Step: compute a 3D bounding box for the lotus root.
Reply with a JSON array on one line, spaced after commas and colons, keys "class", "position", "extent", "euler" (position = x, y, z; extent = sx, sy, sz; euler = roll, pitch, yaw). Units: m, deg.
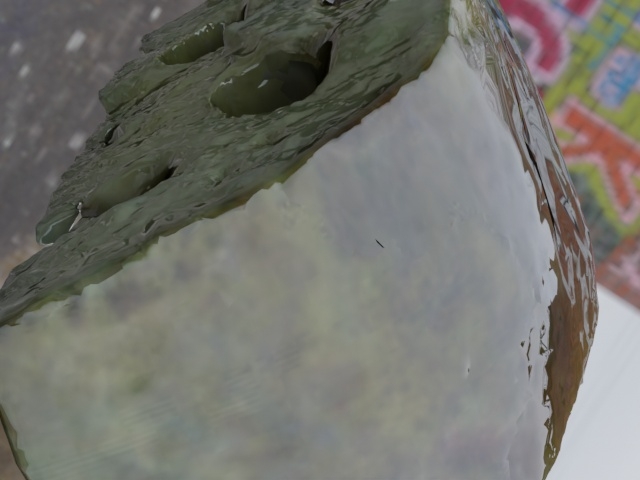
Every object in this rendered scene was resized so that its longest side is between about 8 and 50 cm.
[{"class": "lotus root", "position": [0.000, 0.000, 0.423], "extent": [0.138, 0.119, 0.235], "euler": [-22, -159, 19]}]
